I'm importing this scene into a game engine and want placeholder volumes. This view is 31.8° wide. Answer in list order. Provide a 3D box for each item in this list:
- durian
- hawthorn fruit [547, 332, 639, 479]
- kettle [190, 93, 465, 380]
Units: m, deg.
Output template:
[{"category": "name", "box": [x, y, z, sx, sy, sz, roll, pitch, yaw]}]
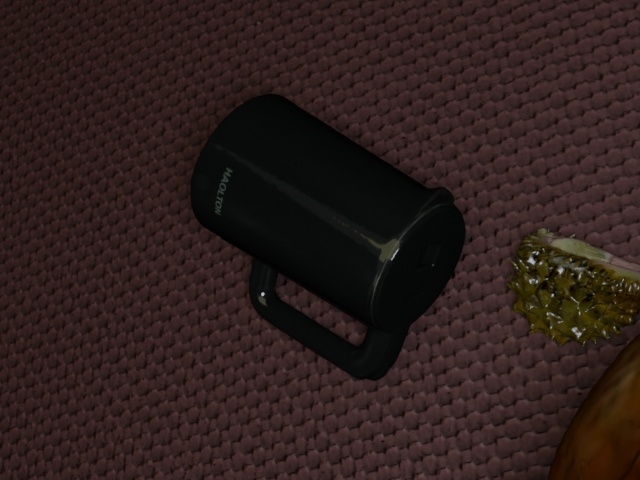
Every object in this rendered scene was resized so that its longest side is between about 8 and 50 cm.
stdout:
[{"category": "durian", "box": [0.311, 0.053, 1.289, 0.224, 0.078, 0.140, 6, 77, 32]}, {"category": "hawthorn fruit", "box": [0.406, 0.251, 0.935, 0.472, 0.472, 0.472, -9, 70, 27]}, {"category": "kettle", "box": [-0.005, -0.006, 1.418, 0.308, 0.203, 0.262, 33, 89, 30]}]
